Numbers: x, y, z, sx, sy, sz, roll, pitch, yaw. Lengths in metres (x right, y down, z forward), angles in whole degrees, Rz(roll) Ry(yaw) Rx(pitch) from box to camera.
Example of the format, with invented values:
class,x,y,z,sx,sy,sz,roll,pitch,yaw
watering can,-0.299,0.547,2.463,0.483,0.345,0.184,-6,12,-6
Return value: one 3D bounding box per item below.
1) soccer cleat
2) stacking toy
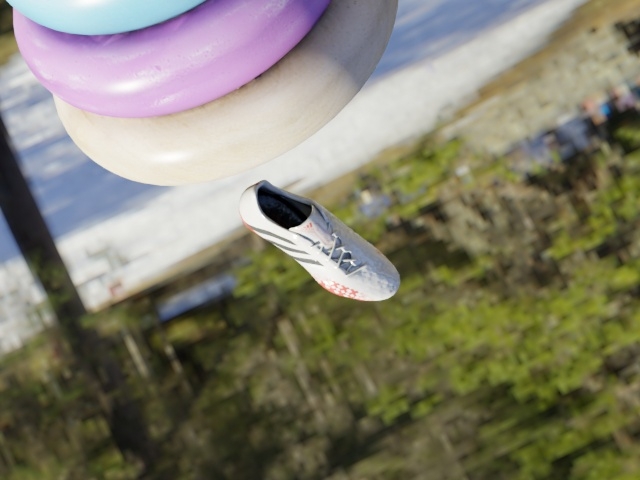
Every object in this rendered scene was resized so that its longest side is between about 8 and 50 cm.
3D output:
class,x,y,z,sx,sy,sz,roll,pitch,yaw
soccer cleat,0.000,0.000,0.784,0.029,0.083,0.035,-56,179,-19
stacking toy,-0.092,-0.168,0.551,0.141,0.141,0.330,-27,136,5
